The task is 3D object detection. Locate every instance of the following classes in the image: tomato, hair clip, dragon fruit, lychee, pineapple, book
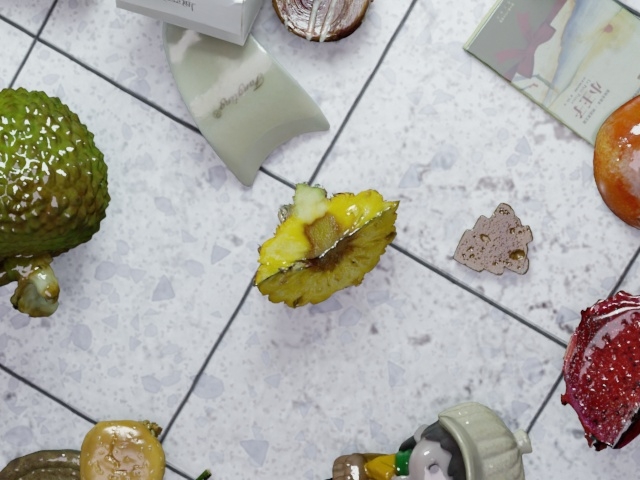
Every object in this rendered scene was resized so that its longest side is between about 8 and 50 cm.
[{"bbox_3d":[0.534,-0.118,1.678,0.237,0.095,0.236,-1,103,-3],"label":"tomato"},{"bbox_3d":[-0.133,-0.241,1.725,0.172,0.113,0.282,-34,92,6],"label":"hair clip"},{"bbox_3d":[0.472,0.197,1.700,0.189,0.163,0.261,31,93,-32],"label":"dragon fruit"},{"bbox_3d":[-0.457,-0.071,1.696,0.270,0.270,0.319,10,61,4],"label":"lychee"},{"bbox_3d":[-0.005,0.004,1.752,0.250,0.139,0.164,-37,49,-9],"label":"pineapple"},{"bbox_3d":[0.390,-0.290,1.723,0.289,0.026,0.201,36,97,1],"label":"book"}]

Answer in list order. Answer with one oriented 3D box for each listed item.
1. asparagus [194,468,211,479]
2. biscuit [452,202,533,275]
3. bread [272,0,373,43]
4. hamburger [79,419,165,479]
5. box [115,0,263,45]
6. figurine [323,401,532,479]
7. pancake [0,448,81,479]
[{"bbox_3d":[-0.224,0.423,1.829,0.018,0.015,0.127,43,96,2],"label":"asparagus"},{"bbox_3d":[0.269,0.006,1.758,0.130,0.019,0.119,-16,93,5],"label":"biscuit"},{"bbox_3d":[0.005,-0.383,1.724,0.161,0.073,0.160,1,94,8],"label":"bread"},{"bbox_3d":[-0.315,0.358,1.784,0.138,0.083,0.147,5,77,-11],"label":"hamburger"},{"bbox_3d":[-0.162,-0.447,1.651,0.203,0.116,0.274,19,64,4],"label":"box"},{"bbox_3d":[0.162,0.366,1.740,0.332,0.204,0.185,-24,94,34],"label":"figurine"},{"bbox_3d":[-0.435,0.480,1.842,0.288,0.033,0.286,15,94,3],"label":"pancake"}]
